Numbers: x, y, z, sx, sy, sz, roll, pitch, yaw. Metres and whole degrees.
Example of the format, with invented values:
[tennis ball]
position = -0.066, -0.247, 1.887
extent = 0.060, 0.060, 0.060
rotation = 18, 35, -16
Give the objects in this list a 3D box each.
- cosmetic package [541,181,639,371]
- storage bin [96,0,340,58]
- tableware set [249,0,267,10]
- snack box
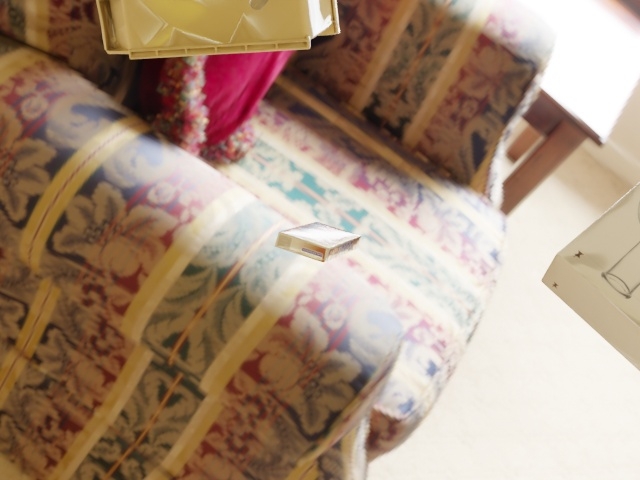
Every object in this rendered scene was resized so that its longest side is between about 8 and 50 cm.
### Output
[cosmetic package]
position = 0.559, 0.087, 1.524
extent = 0.284, 0.097, 0.377
rotation = -38, 70, -22
[storage bin]
position = -0.128, -0.351, 1.199
extent = 0.260, 0.262, 0.123
rotation = 0, 21, 15
[tableware set]
position = -0.037, -0.295, 0.829
extent = 0.128, 0.194, 0.039
rotation = 42, -4, -31
[snack box]
position = 0.000, 0.000, 1.300
extent = 0.064, 0.022, 0.178
rotation = 17, 9, 13
